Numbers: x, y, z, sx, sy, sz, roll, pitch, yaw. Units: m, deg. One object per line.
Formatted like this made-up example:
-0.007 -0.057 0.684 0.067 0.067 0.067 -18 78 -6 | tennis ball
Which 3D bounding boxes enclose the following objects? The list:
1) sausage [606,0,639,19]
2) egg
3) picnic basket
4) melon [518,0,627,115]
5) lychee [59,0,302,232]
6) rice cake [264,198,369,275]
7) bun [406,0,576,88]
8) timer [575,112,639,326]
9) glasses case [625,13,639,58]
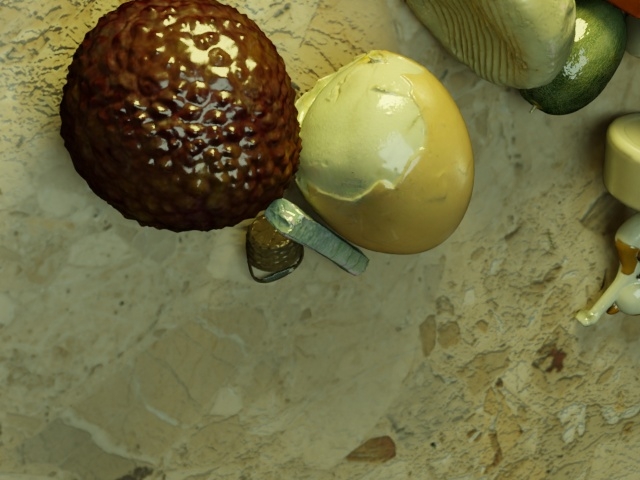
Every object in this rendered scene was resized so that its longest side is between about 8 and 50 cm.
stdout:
0.361 -0.350 1.897 0.268 0.153 0.141 37 108 8 | sausage
0.076 -0.090 1.851 0.201 0.201 0.244 -40 124 -9 | egg
-0.053 0.015 1.903 0.072 0.072 0.083 -26 139 -15 | picnic basket
0.299 -0.219 1.955 0.114 0.114 0.167 36 85 -26 | melon
-0.146 -0.132 1.730 0.260 0.260 0.260 -5 105 -21 | lychee
0.000 0.000 1.867 0.034 0.043 0.211 -51 150 4 | rice cake
0.200 -0.285 1.850 0.133 0.231 0.231 -50 116 -17 | bun
0.416 -0.008 2.055 0.175 0.175 0.266 -1 120 -22 | timer
0.428 -0.320 2.003 0.051 0.081 0.204 16 98 -27 | glasses case
